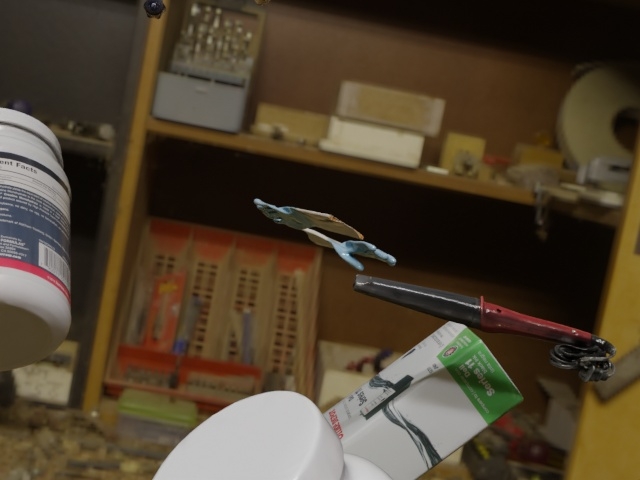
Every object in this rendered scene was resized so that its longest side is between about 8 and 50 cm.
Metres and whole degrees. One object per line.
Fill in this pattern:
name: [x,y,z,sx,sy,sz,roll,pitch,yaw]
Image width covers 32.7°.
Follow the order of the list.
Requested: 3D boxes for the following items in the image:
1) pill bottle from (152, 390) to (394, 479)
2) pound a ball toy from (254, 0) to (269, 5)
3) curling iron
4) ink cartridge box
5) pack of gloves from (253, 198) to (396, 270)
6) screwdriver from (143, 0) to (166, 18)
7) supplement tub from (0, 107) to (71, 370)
pill bottle: [0.010,0.246,0.737,0.162,0.278,0.162,-26,24,13]
pound a ball toy: [-0.029,-0.381,1.292,0.135,0.208,0.319,-9,23,7]
curling iron: [0.165,0.078,1.070,0.274,0.035,0.068,20,18,0]
ink cartridge box: [0.105,0.191,1.224,0.087,0.208,0.153,53,0,-7]
pack of gloves: [0.000,0.000,1.790,0.195,0.046,0.232,30,-10,-39]
screwdriver: [-0.182,-0.248,1.185,0.025,0.024,0.170,-25,11,-8]
supplement tub: [-0.390,-0.001,1.283,0.191,0.191,0.272,9,51,-24]
